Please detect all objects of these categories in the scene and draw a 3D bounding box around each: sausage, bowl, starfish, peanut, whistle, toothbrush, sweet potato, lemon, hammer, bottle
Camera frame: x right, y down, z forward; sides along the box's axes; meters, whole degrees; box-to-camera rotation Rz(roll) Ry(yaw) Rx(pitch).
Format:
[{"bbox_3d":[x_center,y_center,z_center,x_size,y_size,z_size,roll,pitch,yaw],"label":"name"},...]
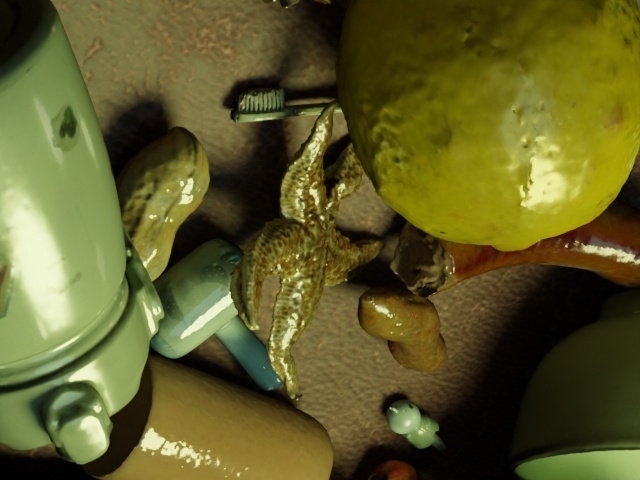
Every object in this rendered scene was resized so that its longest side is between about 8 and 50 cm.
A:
[{"bbox_3d":[0.208,-0.001,1.605,0.302,0.102,0.076,-2,163,-26],"label":"sausage"},{"bbox_3d":[-0.097,0.186,1.548,0.253,0.123,0.123,24,109,-39],"label":"sausage"},{"bbox_3d":[0.365,0.156,1.706,0.354,0.354,0.185,20,67,-38],"label":"bowl"},{"bbox_3d":[0.000,0.000,1.476,0.236,0.062,0.277,-24,124,-52],"label":"starfish"},{"bbox_3d":[-0.148,-0.015,1.401,0.080,0.080,0.174,21,111,-39],"label":"peanut"},{"bbox_3d":[0.098,0.189,1.722,0.035,0.035,0.100,-44,134,5],"label":"whistle"},{"bbox_3d":[0.058,-0.128,1.475,0.294,0.026,0.028,-7,110,-25],"label":"toothbrush"},{"bbox_3d":[0.087,0.085,1.607,0.065,0.051,0.218,-20,152,14],"label":"sweet potato"},{"bbox_3d":[0.137,-0.131,1.357,0.260,0.260,0.284,2,110,-31],"label":"lemon"},{"bbox_3d":[-0.083,0.083,1.523,0.116,0.069,0.194,-39,138,-2],"label":"hammer"},{"bbox_3d":[-0.238,0.001,1.262,0.229,0.229,0.351,-26,125,-11],"label":"bottle"}]

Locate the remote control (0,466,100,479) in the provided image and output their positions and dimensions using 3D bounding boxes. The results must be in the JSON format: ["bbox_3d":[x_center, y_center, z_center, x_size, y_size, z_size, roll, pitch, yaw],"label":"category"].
[{"bbox_3d":[-0.308,0.254,1.516,0.399,0.062,0.144,13,116,-38],"label":"remote control"}]

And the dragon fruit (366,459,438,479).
[{"bbox_3d":[0.015,0.372,1.683,0.243,0.227,0.307,2,84,-13],"label":"dragon fruit"}]

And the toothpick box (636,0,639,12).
[{"bbox_3d":[0.462,-0.305,1.327,0.425,0.409,0.409,-28,132,-20],"label":"toothpick box"}]

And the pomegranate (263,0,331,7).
[{"bbox_3d":[-0.001,-0.313,1.093,0.342,0.342,0.342,-15,129,-20],"label":"pomegranate"}]
